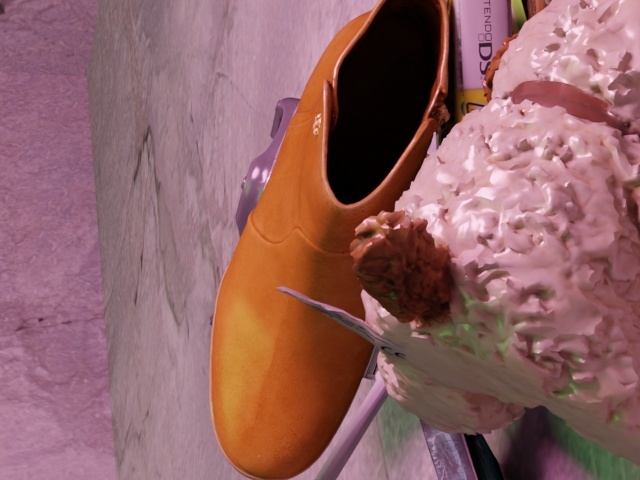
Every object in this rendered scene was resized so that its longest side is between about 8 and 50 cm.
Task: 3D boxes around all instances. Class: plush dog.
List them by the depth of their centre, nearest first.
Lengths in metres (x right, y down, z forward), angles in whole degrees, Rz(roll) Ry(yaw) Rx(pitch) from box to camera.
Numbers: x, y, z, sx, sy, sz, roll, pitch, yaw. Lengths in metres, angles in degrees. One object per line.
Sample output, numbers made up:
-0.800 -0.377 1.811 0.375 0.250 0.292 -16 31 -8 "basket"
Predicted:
0.122 -0.031 0.815 0.262 0.210 0.225 8 63 49 "plush dog"

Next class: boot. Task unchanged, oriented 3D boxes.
0.001 0.000 1.014 0.211 0.104 0.295 122 164 -84 "boot"

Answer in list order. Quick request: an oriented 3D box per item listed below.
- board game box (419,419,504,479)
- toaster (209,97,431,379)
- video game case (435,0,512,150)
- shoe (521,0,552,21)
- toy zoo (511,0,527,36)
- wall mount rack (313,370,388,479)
0.102 0.173 1.076 0.186 0.026 0.126 -106 -11 -48 "board game box"
0.009 0.011 1.296 0.129 0.146 0.227 -68 -4 -46 "toaster"
0.094 -0.039 1.084 0.275 0.035 0.248 -46 -46 -88 "video game case"
0.129 -0.187 1.004 0.219 0.058 0.076 -101 -1 -50 "shoe"
0.163 -0.237 1.036 0.293 0.030 0.192 110 158 -47 "toy zoo"
0.039 0.258 1.173 0.304 0.130 0.350 -110 15 -46 "wall mount rack"
